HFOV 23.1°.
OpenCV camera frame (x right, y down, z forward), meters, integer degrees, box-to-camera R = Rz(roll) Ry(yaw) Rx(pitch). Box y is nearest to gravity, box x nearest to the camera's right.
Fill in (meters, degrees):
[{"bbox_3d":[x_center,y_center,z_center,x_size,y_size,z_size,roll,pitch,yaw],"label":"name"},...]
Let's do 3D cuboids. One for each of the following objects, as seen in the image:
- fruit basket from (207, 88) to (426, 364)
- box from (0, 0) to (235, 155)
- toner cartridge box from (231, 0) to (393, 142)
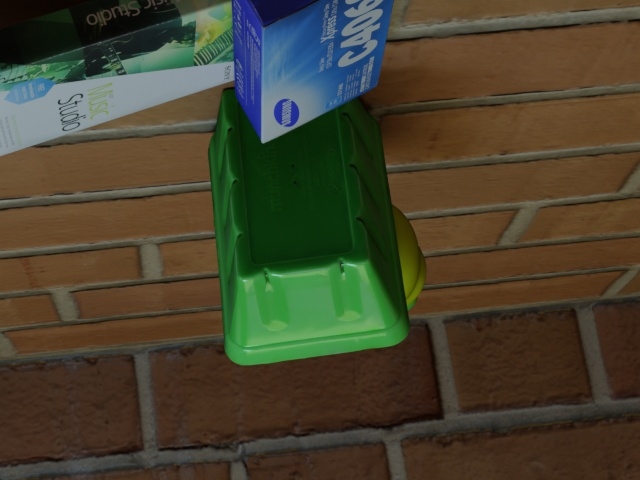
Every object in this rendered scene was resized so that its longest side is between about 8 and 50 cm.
[{"bbox_3d":[0.000,0.000,2.116,0.282,0.392,0.392,-8,164,2],"label":"fruit basket"},{"bbox_3d":[-0.238,-0.199,1.744,0.322,0.058,0.232,-21,167,-11],"label":"box"},{"bbox_3d":[-0.010,-0.230,1.738,0.165,0.075,0.348,-27,167,-9],"label":"toner cartridge box"}]
